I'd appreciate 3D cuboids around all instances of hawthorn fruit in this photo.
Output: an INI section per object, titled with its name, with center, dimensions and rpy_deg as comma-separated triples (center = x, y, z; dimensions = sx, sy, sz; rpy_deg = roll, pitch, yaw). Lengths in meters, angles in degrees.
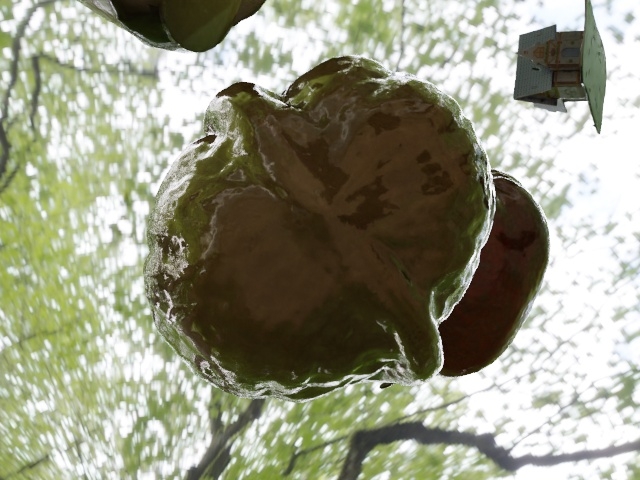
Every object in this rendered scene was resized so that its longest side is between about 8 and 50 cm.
[hawthorn fruit]
center = 0.125, 0.045, 1.213
dimensions = 0.210, 0.210, 0.262
rpy_deg = 12, -70, -4

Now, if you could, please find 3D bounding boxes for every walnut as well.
[walnut]
center = 0.000, 0.000, 0.487
dimensions = 0.166, 0.166, 0.149
rpy_deg = -37, -91, -18

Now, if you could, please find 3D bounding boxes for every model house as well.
[model house]
center = 0.276, -0.200, 1.336
dimensions = 0.088, 0.167, 0.117
rpy_deg = 1, -108, 22

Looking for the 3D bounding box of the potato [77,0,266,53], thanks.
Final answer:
[potato]
center = -0.129, -0.291, 0.788
dimensions = 0.242, 0.285, 0.242
rpy_deg = 3, -151, -2
